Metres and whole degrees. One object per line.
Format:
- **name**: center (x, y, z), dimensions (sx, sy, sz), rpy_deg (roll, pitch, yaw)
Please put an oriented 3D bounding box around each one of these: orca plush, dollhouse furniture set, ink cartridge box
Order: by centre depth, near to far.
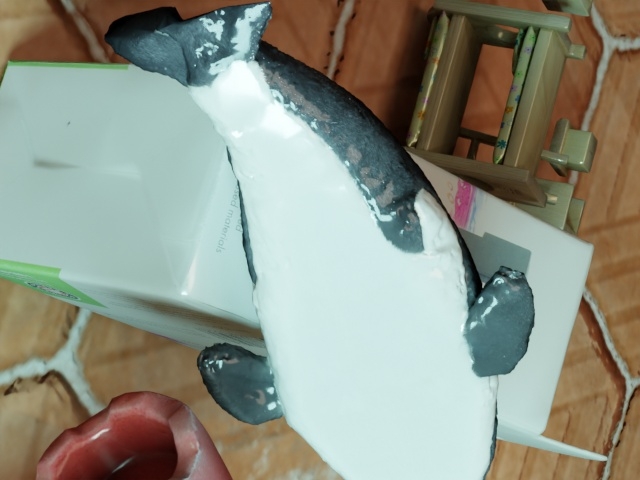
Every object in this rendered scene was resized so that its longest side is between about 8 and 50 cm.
- **orca plush**: center (0.000, 0.000, 0.892), dimensions (0.287, 0.151, 0.102), rpy_deg (48, 20, -25)
- **ink cartridge box**: center (0.002, 0.016, 1.073), dimensions (0.353, 0.207, 0.119), rpy_deg (24, 78, -43)
- **dollhouse furniture set**: center (0.129, -0.109, 1.292), dimensions (0.161, 0.101, 0.182), rpy_deg (41, 63, -66)

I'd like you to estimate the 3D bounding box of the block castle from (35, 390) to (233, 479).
- **block castle**: center (-0.221, 0.267, 0.790), dimensions (0.213, 0.303, 0.453), rpy_deg (54, 49, -37)
